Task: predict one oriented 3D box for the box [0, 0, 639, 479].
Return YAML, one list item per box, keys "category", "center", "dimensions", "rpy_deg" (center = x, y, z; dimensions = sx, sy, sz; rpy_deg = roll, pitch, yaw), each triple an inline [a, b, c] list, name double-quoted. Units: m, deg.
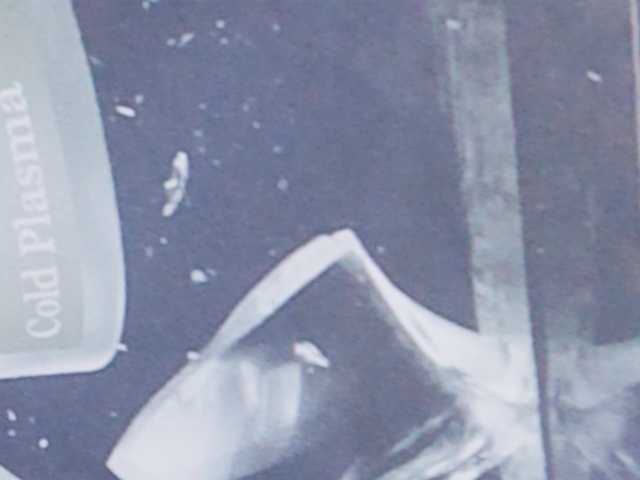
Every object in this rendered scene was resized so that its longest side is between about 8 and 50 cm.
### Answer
- category: "box"
  center: [0.000, 0.000, 0.584]
  dimensions: [0.472, 0.480, 0.297]
  rpy_deg: [4, -157, 29]
